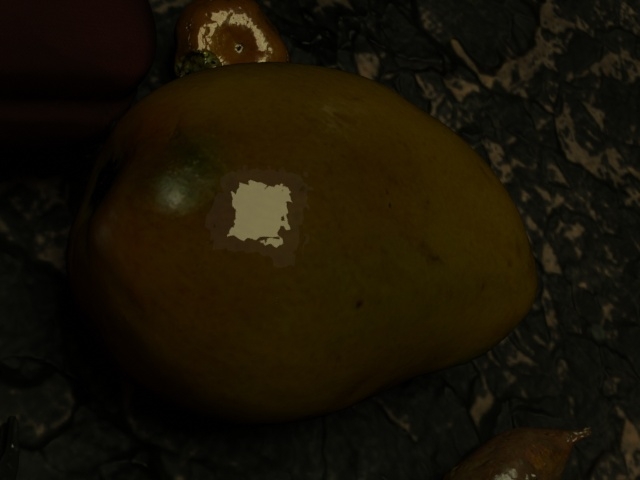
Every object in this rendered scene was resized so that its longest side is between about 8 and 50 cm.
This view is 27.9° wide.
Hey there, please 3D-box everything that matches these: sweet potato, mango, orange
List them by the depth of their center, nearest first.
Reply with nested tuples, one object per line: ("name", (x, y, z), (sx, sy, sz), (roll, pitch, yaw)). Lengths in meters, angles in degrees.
("mango", (0.000, 0.000, 0.767), (0.317, 0.173, 0.211), (1, 68, -39))
("sweet potato", (0.084, 0.184, 0.786), (0.068, 0.068, 0.226), (43, 65, -4))
("orange", (-0.061, -0.123, 0.863), (0.086, 0.062, 0.086), (5, 78, -22))

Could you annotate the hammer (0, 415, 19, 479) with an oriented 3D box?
("hammer", (-0.238, 0.067, 0.676), (0.201, 0.021, 0.078), (44, 38, 0))

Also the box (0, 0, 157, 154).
("box", (-0.242, -0.158, 0.650), (0.263, 0.108, 0.404), (60, 22, 10))
